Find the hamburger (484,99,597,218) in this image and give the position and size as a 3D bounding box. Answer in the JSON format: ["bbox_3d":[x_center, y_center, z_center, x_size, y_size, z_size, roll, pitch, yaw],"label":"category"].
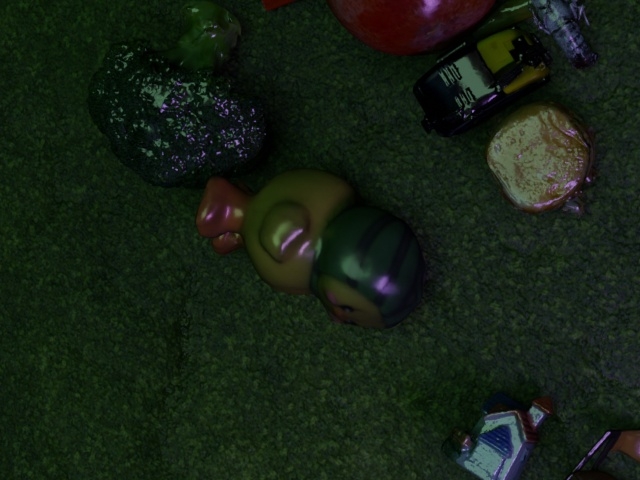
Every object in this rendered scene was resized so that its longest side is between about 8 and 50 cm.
[{"bbox_3d":[0.314,-0.111,1.763,0.159,0.131,0.185,-33,87,11],"label":"hamburger"}]

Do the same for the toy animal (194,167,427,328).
[{"bbox_3d":[0.003,-0.002,1.856,0.338,0.216,0.191,24,74,16],"label":"toy animal"}]

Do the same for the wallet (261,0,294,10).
[{"bbox_3d":[-0.012,-0.447,1.917,0.204,0.045,0.142,-16,86,21],"label":"wallet"}]

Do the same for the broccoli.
[{"bbox_3d":[-0.194,-0.217,1.911,0.297,0.297,0.297,18,72,20],"label":"broccoli"}]

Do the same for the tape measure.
[{"bbox_3d":[0.221,-0.226,1.759,0.199,0.186,0.112,-34,88,21],"label":"tape measure"}]

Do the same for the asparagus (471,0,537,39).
[{"bbox_3d":[0.295,-0.335,1.803,0.178,0.041,0.045,-22,127,21],"label":"asparagus"}]

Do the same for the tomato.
[{"bbox_3d":[0.122,-0.377,1.744,0.265,0.265,0.265,1,93,22],"label":"tomato"}]

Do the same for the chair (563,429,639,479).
[{"bbox_3d":[0.417,0.365,1.721,0.159,0.172,0.247,42,111,29],"label":"chair"}]

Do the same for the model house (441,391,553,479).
[{"bbox_3d":[0.260,0.268,1.799,0.119,0.148,0.149,34,91,22],"label":"model house"}]

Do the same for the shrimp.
[{"bbox_3d":[0.336,-0.311,1.739,0.082,0.076,0.174,-28,107,16],"label":"shrimp"}]
